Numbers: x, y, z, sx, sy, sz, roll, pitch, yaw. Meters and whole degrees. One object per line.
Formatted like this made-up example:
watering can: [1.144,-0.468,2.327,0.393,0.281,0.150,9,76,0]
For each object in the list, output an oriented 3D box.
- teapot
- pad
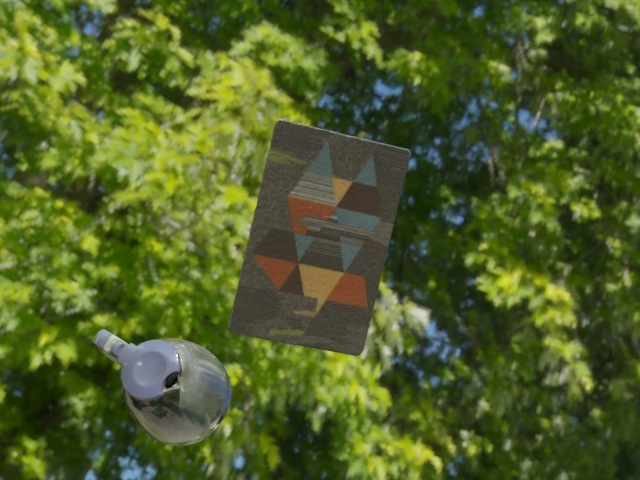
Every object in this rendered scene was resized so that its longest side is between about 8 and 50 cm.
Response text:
teapot: [-0.169,0.139,1.160,0.149,0.111,0.108,60,1,33]
pad: [0.000,0.000,1.051,0.143,0.211,0.003,12,4,-15]
